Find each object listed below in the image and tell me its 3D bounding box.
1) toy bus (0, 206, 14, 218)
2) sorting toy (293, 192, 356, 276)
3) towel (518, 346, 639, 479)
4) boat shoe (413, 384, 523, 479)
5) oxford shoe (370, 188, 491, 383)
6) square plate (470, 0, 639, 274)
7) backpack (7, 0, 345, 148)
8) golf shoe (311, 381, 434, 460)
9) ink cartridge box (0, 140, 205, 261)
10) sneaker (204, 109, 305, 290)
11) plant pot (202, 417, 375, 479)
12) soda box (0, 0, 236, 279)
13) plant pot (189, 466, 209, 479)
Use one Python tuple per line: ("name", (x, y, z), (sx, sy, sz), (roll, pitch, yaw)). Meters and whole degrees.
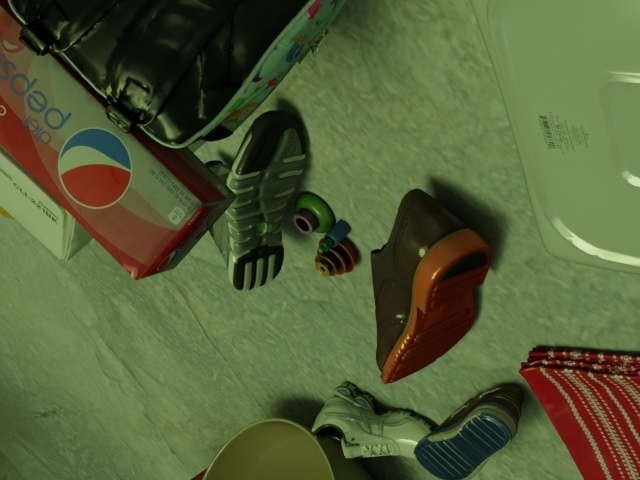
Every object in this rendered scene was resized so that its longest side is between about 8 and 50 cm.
("toy bus", (-0.411, -0.119, 1.619), (0.191, 0.104, 0.202), (-3, 126, 52))
("sorting toy", (0.000, 0.000, 1.319), (0.102, 0.042, 0.061), (54, 149, -15))
("towel", (0.329, 0.187, 1.154), (0.275, 0.031, 0.199), (-2, 127, 52))
("boat shoe", (0.168, 0.210, 1.343), (0.066, 0.066, 0.183), (44, 145, -2))
("oxford shoe", (0.096, 0.051, 1.237), (0.098, 0.097, 0.271), (54, 151, 26))
("square plate", (0.260, -0.082, 0.890), (0.344, 0.049, 0.347), (13, 137, 42))
("backpack", (-0.089, -0.224, 0.985), (0.225, 0.191, 0.253), (42, 111, 4))
("golf shoe", (0.069, 0.243, 1.491), (0.176, 0.086, 0.069), (18, 139, 36))
("ink cartridge box", (-0.216, -0.143, 1.178), (0.197, 0.273, 0.114), (41, 150, 7))
("sneaker", (-0.090, -0.065, 1.317), (0.132, 0.086, 0.228), (51, 142, 38))
("plant pot", (-0.012, 0.391, 1.638), (0.191, 0.284, 0.284), (20, 170, -41))
("soda box", (-0.199, -0.092, 1.023), (0.263, 0.083, 0.092), (44, 106, 7))
("plant pot", (-0.138, 0.462, 1.857), (0.275, 0.243, 0.275), (32, 148, 22))
